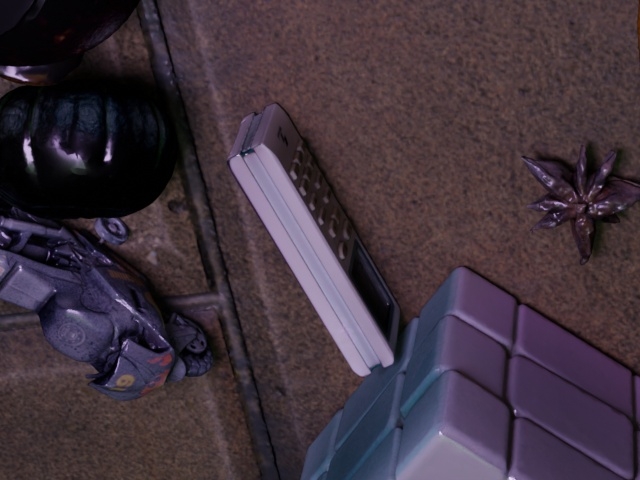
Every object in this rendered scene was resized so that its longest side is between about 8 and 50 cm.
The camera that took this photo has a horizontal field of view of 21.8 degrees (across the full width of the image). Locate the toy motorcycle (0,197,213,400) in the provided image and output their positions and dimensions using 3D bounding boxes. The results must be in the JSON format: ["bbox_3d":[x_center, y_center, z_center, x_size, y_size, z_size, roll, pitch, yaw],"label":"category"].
[{"bbox_3d":[-0.241,0.065,1.729,0.307,0.173,0.108,37,119,-14],"label":"toy motorcycle"}]

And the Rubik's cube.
[{"bbox_3d":[0.171,0.282,1.705,0.318,0.316,0.322,32,117,-9],"label":"Rubik's cube"}]

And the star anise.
[{"bbox_3d":[0.250,-0.047,1.658,0.129,0.056,0.124,37,118,-12],"label":"star anise"}]

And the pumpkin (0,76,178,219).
[{"bbox_3d":[-0.238,-0.093,1.638,0.202,0.202,0.140,1,83,8],"label":"pumpkin"}]

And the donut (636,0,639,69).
[{"bbox_3d":[0.347,-0.160,1.537,0.101,0.152,0.259,-14,122,-1],"label":"donut"}]

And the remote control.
[{"bbox_3d":[0.000,0.000,1.696,0.055,0.103,0.277,-24,113,18],"label":"remote control"}]

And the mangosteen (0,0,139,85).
[{"bbox_3d":[-0.289,-0.264,1.519,0.287,0.233,0.288,6,118,12],"label":"mangosteen"}]
